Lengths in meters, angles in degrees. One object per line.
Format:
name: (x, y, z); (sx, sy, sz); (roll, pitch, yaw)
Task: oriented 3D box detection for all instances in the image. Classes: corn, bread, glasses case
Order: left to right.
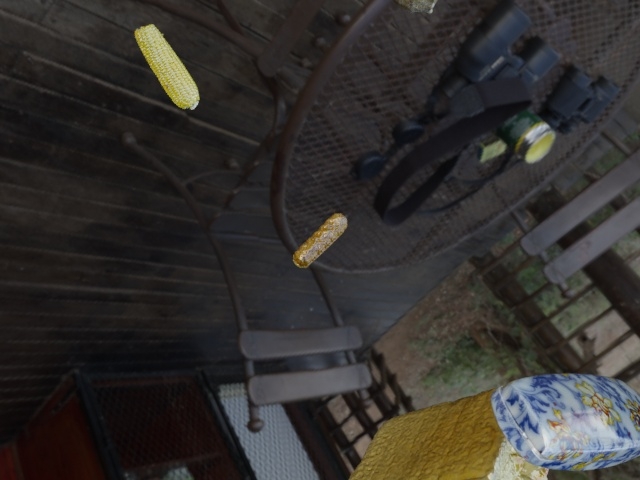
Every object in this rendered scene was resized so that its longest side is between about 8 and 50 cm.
corn: (-0.339, -0.384, 1.399); (0.067, 0.067, 0.206); (-31, 114, -2)
bread: (0.000, 0.000, 1.401); (0.157, 0.044, 0.052); (-45, 153, -13)
bread: (0.176, 0.314, 0.868); (0.275, 0.114, 0.185); (-29, -170, 41)
glasses case: (0.261, 0.177, 0.616); (0.248, 0.087, 0.065); (14, 124, -39)

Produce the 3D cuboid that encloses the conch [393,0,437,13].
conch: (0.194, -0.719, 1.495); (0.352, 0.297, 0.210); (24, 141, -23)
